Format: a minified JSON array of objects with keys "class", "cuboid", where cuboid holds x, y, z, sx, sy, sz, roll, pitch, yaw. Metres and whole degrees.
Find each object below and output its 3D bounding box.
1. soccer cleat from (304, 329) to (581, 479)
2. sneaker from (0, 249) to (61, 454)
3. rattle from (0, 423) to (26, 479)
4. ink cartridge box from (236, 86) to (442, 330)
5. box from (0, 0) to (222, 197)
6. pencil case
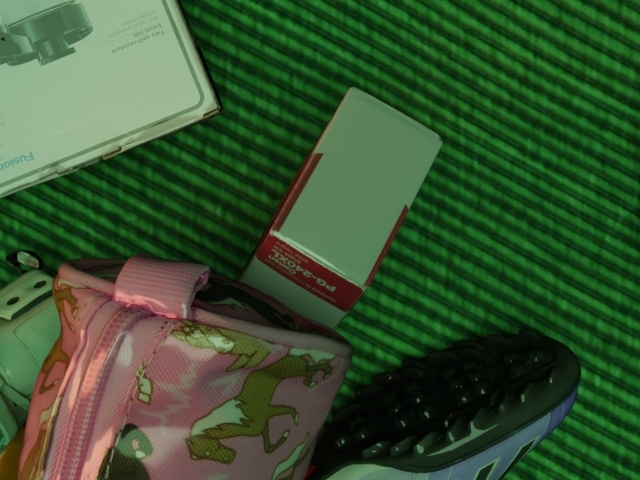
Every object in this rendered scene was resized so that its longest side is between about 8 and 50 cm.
[{"class":"soccer cleat","cuboid":[0.033,0.172,0.852,0.318,0.108,0.116,-33,113,0]},{"class":"sneaker","cuboid":[-0.186,0.072,0.747,0.151,0.256,0.094,-36,101,-6]},{"class":"rattle","cuboid":[-0.214,0.202,0.782,0.142,0.200,0.130,-21,97,-1]},{"class":"ink cartridge box","cuboid":[0.000,0.000,0.785,0.063,0.150,0.109,30,60,-3]},{"class":"box","cuboid":[-0.187,-0.179,0.803,0.169,0.087,0.290,-23,96,-1]},{"class":"pencil case","cuboid":[-0.109,0.195,0.685,0.160,0.167,0.386,18,91,-16]}]
